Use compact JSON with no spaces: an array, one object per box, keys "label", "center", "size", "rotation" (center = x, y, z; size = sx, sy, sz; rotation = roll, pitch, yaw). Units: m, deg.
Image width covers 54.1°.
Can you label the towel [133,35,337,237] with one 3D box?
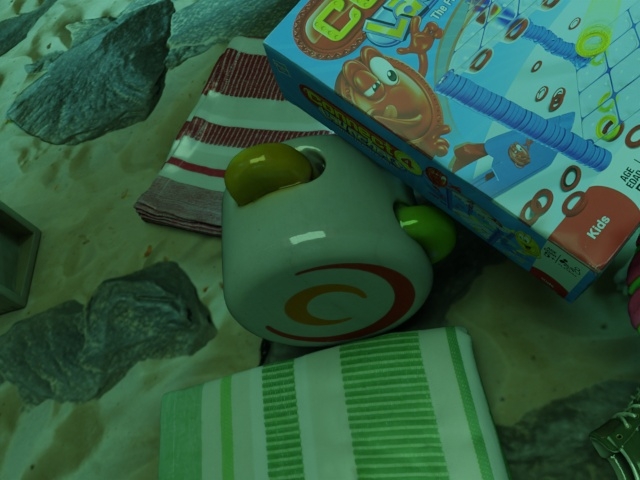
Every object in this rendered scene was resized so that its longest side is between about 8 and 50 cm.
[{"label":"towel","center":[-0.083,-0.150,0.829],"size":[0.237,0.037,0.329],"rotation":[10,64,27]}]

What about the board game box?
[{"label":"board game box","center":[0.169,-0.167,0.495],"size":[0.302,0.086,0.308],"rotation":[38,83,19]}]

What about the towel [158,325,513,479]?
[{"label":"towel","center":[0.001,0.216,0.560],"size":[0.325,0.038,0.248],"rotation":[-18,54,13]}]

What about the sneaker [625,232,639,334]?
[{"label":"sneaker","center":[0.409,-0.050,0.493],"size":[0.202,0.185,0.483],"rotation":[40,68,-2]}]

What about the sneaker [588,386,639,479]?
[{"label":"sneaker","center":[0.251,0.145,0.476],"size":[0.086,0.064,0.192],"rotation":[3,64,19]}]

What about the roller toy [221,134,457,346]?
[{"label":"roller toy","center":[0.000,0.000,0.596],"size":[0.209,0.191,0.146],"rotation":[7,53,-20]}]

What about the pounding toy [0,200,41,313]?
[{"label":"pounding toy","center":[-0.471,0.020,0.781],"size":[0.094,0.206,0.181],"rotation":[-15,55,14]}]
